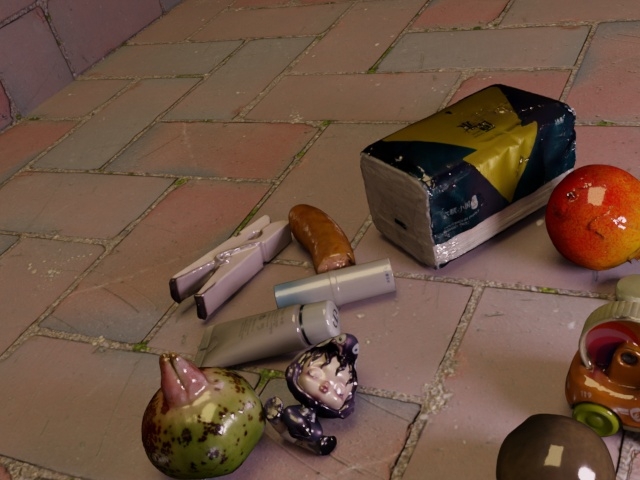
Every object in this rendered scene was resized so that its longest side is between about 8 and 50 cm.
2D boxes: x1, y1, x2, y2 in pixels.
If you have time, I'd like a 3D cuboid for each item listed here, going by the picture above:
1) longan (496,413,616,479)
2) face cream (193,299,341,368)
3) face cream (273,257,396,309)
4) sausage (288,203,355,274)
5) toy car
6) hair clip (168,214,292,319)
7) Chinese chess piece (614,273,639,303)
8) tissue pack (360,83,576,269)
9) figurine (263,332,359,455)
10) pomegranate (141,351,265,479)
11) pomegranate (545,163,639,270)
[{"bbox_3d":[0.337,0.334,1.144,0.167,0.168,0.187,-14,12,3],"label":"longan"},{"bbox_3d":[-0.115,0.189,1.601,0.314,0.089,0.143,-13,34,18],"label":"face cream"},{"bbox_3d":[0.030,0.101,1.667,0.249,0.077,0.077,-13,34,1],"label":"face cream"},{"bbox_3d":[0.000,-0.002,1.809,0.108,0.109,0.270,-23,35,-11],"label":"sausage"},{"bbox_3d":[0.494,0.193,1.223,0.235,0.235,0.145,6,40,29],"label":"toy car"},{"bbox_3d":[-0.198,0.052,1.827,0.101,0.085,0.330,15,38,35],"label":"hair clip"},{"bbox_3d":[0.596,0.098,1.483,0.084,0.034,0.084,-10,32,6],"label":"Chinese chess piece"},{"bbox_3d":[0.335,-0.155,1.758,0.416,0.253,0.264,-27,35,-19],"label":"tissue pack"},{"bbox_3d":[0.002,0.267,1.415,0.145,0.145,0.222,11,52,34],"label":"figurine"},{"bbox_3d":[-0.215,0.288,1.348,0.214,0.248,0.214,-16,31,10],"label":"pomegranate"},{"bbox_3d":[0.558,-0.041,1.553,0.235,0.210,0.210,21,38,-3],"label":"pomegranate"}]
